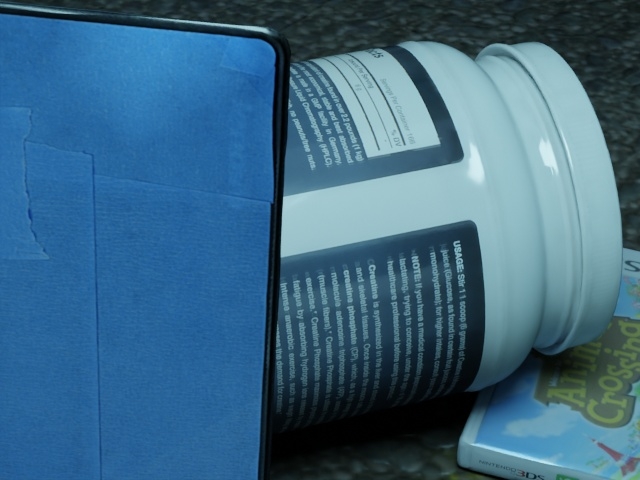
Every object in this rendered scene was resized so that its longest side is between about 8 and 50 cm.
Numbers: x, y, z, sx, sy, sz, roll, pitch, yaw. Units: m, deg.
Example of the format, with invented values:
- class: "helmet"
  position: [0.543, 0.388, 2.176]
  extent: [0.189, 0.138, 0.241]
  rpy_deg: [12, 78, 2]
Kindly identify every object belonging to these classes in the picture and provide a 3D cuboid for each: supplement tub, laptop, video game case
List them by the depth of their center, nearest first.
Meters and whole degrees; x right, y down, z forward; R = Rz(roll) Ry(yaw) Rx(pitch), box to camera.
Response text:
- class: "laptop"
  position: [-0.238, 0.123, 0.649]
  extent: [0.236, 0.382, 0.408]
  rpy_deg: [27, 41, 30]
- class: "supplement tub"
  position: [0.000, 0.000, 0.996]
  extent: [0.272, 0.191, 0.191]
  rpy_deg: [-11, 38, -13]
- class: "video game case"
  position: [0.196, 0.078, 1.063]
  extent: [0.193, 0.023, 0.212]
  rpy_deg: [13, 37, 13]
